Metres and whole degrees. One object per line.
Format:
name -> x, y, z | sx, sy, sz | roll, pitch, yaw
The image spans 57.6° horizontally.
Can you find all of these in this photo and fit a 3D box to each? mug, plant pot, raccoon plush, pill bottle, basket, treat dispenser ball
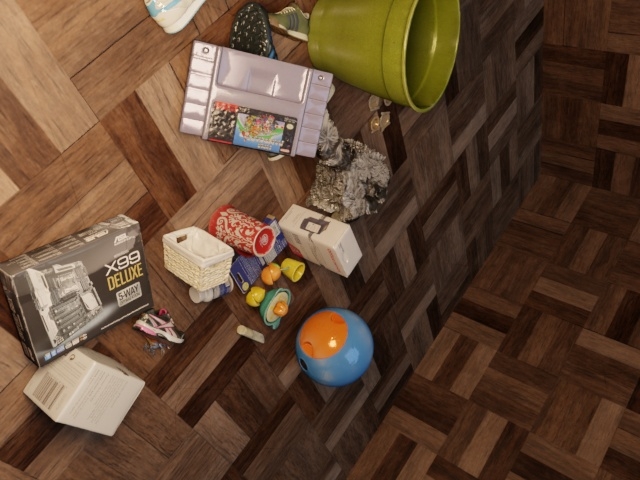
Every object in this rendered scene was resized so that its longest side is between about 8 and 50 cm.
mug -> -0.208, -0.018, 1.649 | 0.113, 0.169, 0.150 | -63, 146, -8
plant pot -> 0.166, -0.578, 1.674 | 0.366, 0.352, 0.367 | -35, 133, -47
raccoon plush -> 0.024, -0.252, 1.790 | 0.216, 0.299, 0.447 | -41, 126, -22
pill bottle -> -0.316, 0.138, 1.679 | 0.120, 0.067, 0.067 | -22, 126, -47
basket -> -0.324, 0.048, 1.532 | 0.113, 0.167, 0.103 | -21, 130, -48
treat dispenser ball -> 0.051, 0.389, 2.135 | 0.288, 0.288, 0.288 | -31, 132, -42

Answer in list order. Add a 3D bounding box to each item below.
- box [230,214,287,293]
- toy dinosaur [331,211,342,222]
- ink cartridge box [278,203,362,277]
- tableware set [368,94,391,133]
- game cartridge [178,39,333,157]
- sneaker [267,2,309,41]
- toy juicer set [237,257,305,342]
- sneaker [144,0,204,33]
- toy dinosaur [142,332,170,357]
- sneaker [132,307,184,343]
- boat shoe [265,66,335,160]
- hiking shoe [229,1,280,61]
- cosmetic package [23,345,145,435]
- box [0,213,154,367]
box -> -0.200, 0.043, 1.814 | 0.225, 0.036, 0.136 | -51, 143, -25
toy dinosaur -> 0.063, -0.070, 2.103 | 0.183, 0.053, 0.093 | -41, 136, -34
ink cartridge box -> 0.000, 0.000, 1.887 | 0.100, 0.237, 0.172 | -53, 144, -21
tableware set -> 0.220, -0.472, 2.122 | 0.141, 0.020, 0.169 | -32, 132, -42
game cartridge -> -0.160, -0.343, 1.458 | 0.354, 0.068, 0.230 | 8, 100, -18
sneaker -> -0.093, -0.603, 1.578 | 0.192, 0.064, 0.086 | -2, 105, -57
toy juicer set -> -0.165, 0.217, 1.881 | 0.209, 0.089, 0.329 | 0, 115, -62
sneaker -> -0.297, -0.574, 1.285 | 0.229, 0.087, 0.092 | -62, 144, -12
toy dinosaur -> -0.448, 0.287, 1.608 | 0.082, 0.047, 0.090 | -33, 126, -66
sneaker -> -0.424, 0.227, 1.582 | 0.178, 0.072, 0.077 | 45, 61, -60
boat shoe -> -0.078, -0.372, 1.704 | 0.099, 0.116, 0.319 | 47, 68, -33
hiking shoe -> -0.162, -0.473, 1.538 | 0.132, 0.113, 0.304 | -60, 154, -54
cosmetic package -> -0.558, 0.349, 1.387 | 0.151, 0.151, 0.184 | -59, 146, -13
box -> -0.544, 0.107, 1.334 | 0.307, 0.076, 0.243 | -30, 131, -42
